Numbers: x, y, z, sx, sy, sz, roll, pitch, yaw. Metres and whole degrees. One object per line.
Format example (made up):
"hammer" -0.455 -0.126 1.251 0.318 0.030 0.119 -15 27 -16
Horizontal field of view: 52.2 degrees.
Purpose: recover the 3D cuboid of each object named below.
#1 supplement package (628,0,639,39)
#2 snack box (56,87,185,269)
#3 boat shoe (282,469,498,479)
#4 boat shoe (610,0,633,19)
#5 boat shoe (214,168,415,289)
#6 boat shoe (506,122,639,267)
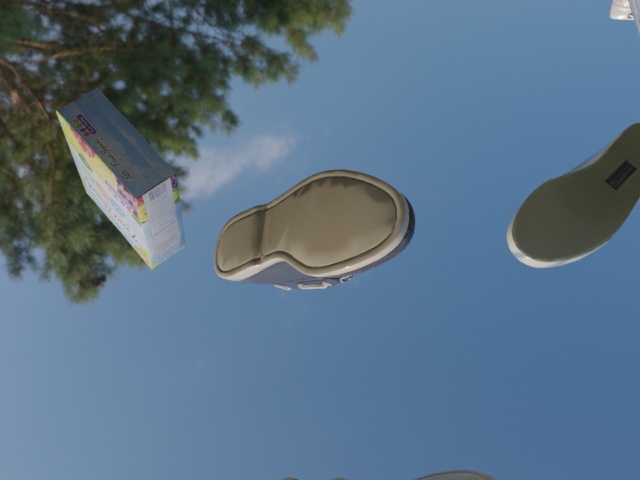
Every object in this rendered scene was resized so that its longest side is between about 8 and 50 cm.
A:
"supplement package" 0.494 -0.316 0.798 0.203 0.149 0.194 -16 -96 24
"snack box" -0.271 -0.078 0.912 0.070 0.207 0.174 -38 -108 -22
"boat shoe" 0.003 0.292 0.623 0.367 0.156 0.136 -22 -146 5
"boat shoe" 0.670 -0.409 1.195 0.277 0.096 0.098 17 -149 6
"boat shoe" 0.000 0.000 0.482 0.206 0.065 0.075 -12 -115 49
"boat shoe" 0.265 -0.033 0.654 0.227 0.081 0.079 -34 -108 -23
